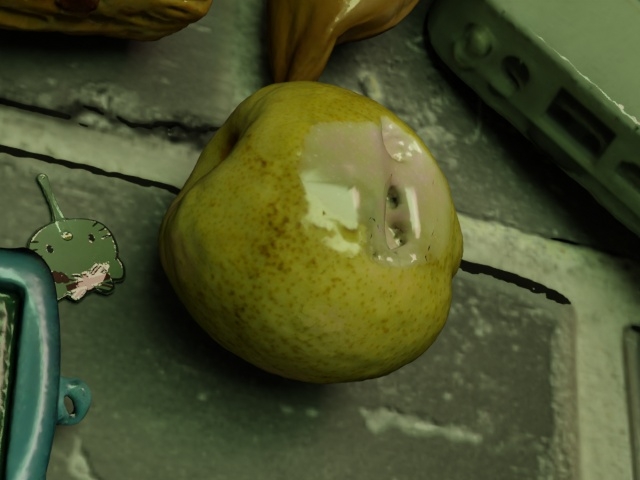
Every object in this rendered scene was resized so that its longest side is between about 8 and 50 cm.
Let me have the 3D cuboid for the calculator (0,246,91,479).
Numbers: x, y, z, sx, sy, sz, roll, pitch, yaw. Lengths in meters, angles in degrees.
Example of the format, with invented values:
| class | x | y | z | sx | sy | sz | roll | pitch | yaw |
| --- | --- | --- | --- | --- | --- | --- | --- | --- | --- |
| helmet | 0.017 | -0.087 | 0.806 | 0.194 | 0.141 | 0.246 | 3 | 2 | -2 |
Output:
| class | x | y | z | sx | sy | sz | roll | pitch | yaw |
| --- | --- | --- | --- | --- | --- | --- | --- | --- | --- |
| calculator | -0.258 | 0.065 | 0.702 | 0.293 | 0.051 | 0.173 | 11 | 62 | -23 |

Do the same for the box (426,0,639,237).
| class | x | y | z | sx | sy | sz | roll | pitch | yaw |
| --- | --- | --- | --- | --- | --- | --- | --- | --- | --- |
| box | 0.328 | -0.138 | 1.034 | 0.396 | 0.111 | 0.396 | 44 | 55 | 13 |

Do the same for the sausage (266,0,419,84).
| class | x | y | z | sx | sy | sz | roll | pitch | yaw |
| --- | --- | --- | --- | --- | --- | --- | --- | --- | --- |
| sausage | 0.043 | -0.212 | 0.934 | 0.112 | 0.112 | 0.328 | 36 | 72 | -8 |

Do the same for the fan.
| class | x | y | z | sx | sy | sz | roll | pitch | yaw |
| --- | --- | --- | --- | --- | --- | --- | --- | --- | --- |
| fan | -0.149 | -0.003 | 0.818 | 0.056 | 0.004 | 0.083 | -15 | 75 | -32 |

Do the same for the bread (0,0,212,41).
| class | x | y | z | sx | sy | sz | roll | pitch | yaw |
| --- | --- | --- | --- | --- | --- | --- | --- | --- | --- |
| bread | -0.174 | -0.229 | 0.858 | 0.210 | 0.099 | 0.235 | 2 | 61 | -29 |

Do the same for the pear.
| class | x | y | z | sx | sy | sz | roll | pitch | yaw |
| --- | --- | --- | --- | --- | --- | --- | --- | --- | --- |
| pear | 0.000 | 0.000 | 0.795 | 0.178 | 0.178 | 0.178 | 11 | 63 | -23 |
